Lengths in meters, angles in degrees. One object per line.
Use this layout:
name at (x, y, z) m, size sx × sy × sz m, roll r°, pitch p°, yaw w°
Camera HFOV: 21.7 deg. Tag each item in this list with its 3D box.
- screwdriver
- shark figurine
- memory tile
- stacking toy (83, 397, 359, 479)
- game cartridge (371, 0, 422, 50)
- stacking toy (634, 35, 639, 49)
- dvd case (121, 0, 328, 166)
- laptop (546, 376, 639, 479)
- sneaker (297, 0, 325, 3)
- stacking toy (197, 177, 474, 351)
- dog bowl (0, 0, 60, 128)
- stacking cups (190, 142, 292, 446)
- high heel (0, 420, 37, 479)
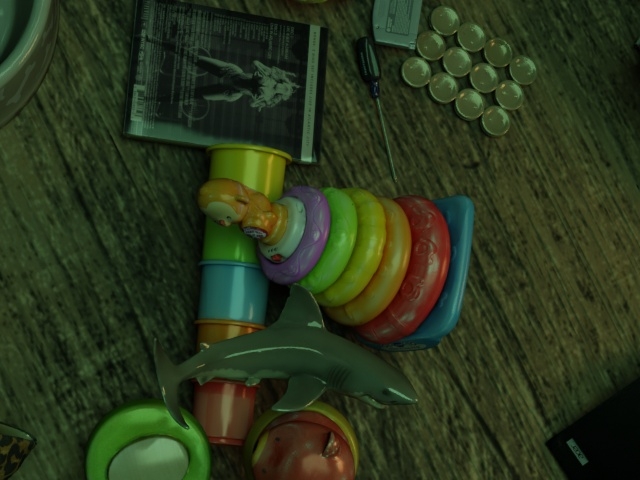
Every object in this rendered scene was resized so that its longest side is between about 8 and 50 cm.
screwdriver at (0.064, -0.148, 1.893) m, size 0.025 × 0.024 × 0.170 m, roll -8°, pitch 89°, yaw 12°
shark figurine at (-0.052, 0.101, 1.672) m, size 0.278 × 0.166 × 0.116 m, roll 2°, pitch 110°, yaw -21°
memory tile at (0.173, -0.196, 1.935) m, size 0.148 × 0.012 × 0.113 m, roll 31°, pitch 73°, yaw -9°
stacking toy at (-0.108, 0.302, 1.654) m, size 0.279 × 0.130 × 0.309 m, roll 11°, pitch 91°, yaw -7°
game cartridge at (0.087, -0.261, 1.913) m, size 0.056 × 0.017 × 0.083 m, roll 12°, pitch 74°, yaw -7°
stacking toy at (0.375, -0.339, 2.005) m, size 0.221 × 0.052 × 0.167 m, roll 36°, pitch 71°, yaw -6°
dvd case at (-0.102, -0.176, 1.840) m, size 0.221 × 0.018 × 0.165 m, roll 8°, pitch 73°, yaw -14°
laptop at (0.437, 0.250, 1.912) m, size 0.264 × 0.136 × 0.234 m, roll -24°, pitch 76°, yaw -44°
sneaker at (0.008, -0.376, 1.891) m, size 0.126 × 0.091 × 0.240 m, roll 9°, pitch 77°, yaw -34°
stacking toy at (0.000, 0.000, 1.718) m, size 0.301 × 0.175 × 0.166 m, roll 21°, pitch 72°, yaw -34°
dog bowl at (-0.434, -0.262, 1.717) m, size 0.348 × 0.102 × 0.349 m, roll 3°, pitch 80°, yaw -16°
stacking cups at (-0.091, 0.060, 1.779) m, size 0.096 × 0.096 × 0.316 m, roll 7°, pitch 83°, yaw -15°
high heel at (-0.335, 0.147, 1.602) m, size 0.186 × 0.261 × 0.093 m, roll -19°, pitch 51°, yaw -43°
